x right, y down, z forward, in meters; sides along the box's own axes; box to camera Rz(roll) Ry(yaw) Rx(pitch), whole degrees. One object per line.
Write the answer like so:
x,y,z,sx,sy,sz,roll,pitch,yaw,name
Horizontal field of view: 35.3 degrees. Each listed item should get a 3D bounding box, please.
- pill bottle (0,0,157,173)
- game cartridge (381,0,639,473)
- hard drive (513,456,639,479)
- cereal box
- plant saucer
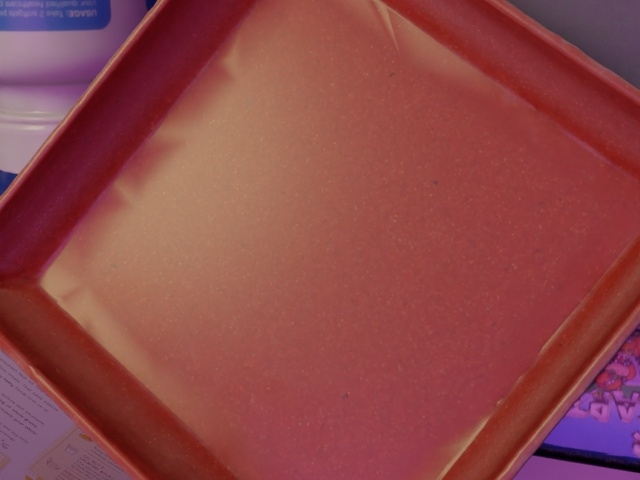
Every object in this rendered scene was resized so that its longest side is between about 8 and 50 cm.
-0.141,-0.151,0.539,0.124,0.124,0.221,5,106,20,pill bottle
0.138,-0.011,0.469,0.355,0.068,0.230,6,82,18,game cartridge
0.027,0.179,0.609,0.233,0.047,0.353,30,113,11,hard drive
-0.162,0.087,0.601,0.173,0.047,0.240,41,130,-13,cereal box
0.000,0.000,0.449,0.258,0.048,0.259,39,92,18,plant saucer
